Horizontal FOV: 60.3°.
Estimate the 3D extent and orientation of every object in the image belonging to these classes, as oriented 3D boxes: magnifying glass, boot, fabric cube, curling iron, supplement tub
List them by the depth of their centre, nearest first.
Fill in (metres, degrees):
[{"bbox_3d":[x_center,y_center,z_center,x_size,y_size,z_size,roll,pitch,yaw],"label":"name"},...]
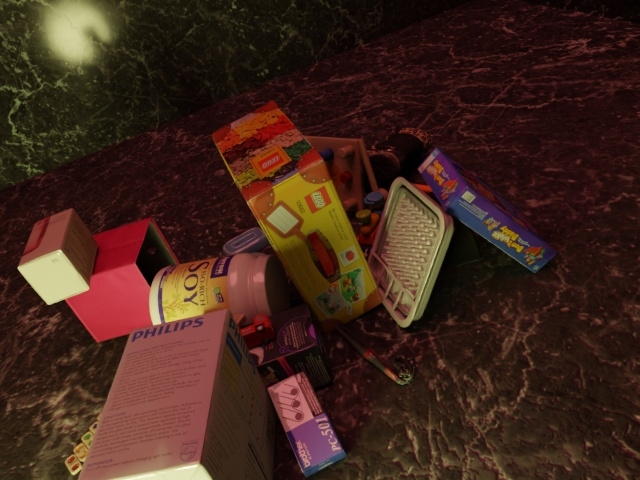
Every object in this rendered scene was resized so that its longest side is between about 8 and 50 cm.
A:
[{"bbox_3d":[0.130,0.273,1.361,0.068,0.035,0.274,-34,37,-27],"label":"curling iron"},{"bbox_3d":[-0.272,0.165,1.525,0.331,0.241,0.241,-10,35,14],"label":"supplement tub"},{"bbox_3d":[-0.617,0.123,1.745,0.258,0.254,0.259,-16,35,8],"label":"fabric cube"},{"bbox_3d":[0.297,-0.191,1.934,0.231,0.026,0.092,16,47,39],"label":"magnifying glass"},{"bbox_3d":[0.205,-0.309,2.046,0.284,0.138,0.377,-35,21,-36],"label":"boot"}]

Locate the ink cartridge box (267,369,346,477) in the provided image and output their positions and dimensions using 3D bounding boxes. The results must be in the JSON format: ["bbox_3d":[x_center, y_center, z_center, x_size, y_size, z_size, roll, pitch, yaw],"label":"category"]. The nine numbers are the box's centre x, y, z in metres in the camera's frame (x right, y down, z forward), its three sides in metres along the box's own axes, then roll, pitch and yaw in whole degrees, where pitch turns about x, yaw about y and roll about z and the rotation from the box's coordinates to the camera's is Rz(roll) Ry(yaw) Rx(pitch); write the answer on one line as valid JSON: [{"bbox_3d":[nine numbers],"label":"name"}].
[{"bbox_3d":[-0.033,0.396,1.209,0.097,0.046,0.207,-25,52,-8],"label":"ink cartridge box"}]

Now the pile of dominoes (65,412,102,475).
[{"bbox_3d":[-0.522,0.481,1.386,0.196,0.040,0.251,1,38,26],"label":"pile of dominoes"}]

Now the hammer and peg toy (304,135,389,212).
[{"bbox_3d":[0.086,-0.231,1.887,0.361,0.266,0.127,11,26,38],"label":"hammer and peg toy"}]

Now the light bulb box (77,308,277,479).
[{"bbox_3d":[-0.244,0.397,1.085,0.225,0.358,0.361,-13,34,7],"label":"light bulb box"}]

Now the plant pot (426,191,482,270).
[{"bbox_3d":[0.334,-0.039,1.579,0.187,0.167,0.188,-16,33,4],"label":"plant pot"}]

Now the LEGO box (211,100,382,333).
[{"bbox_3d":[-0.058,-0.058,1.458,0.193,0.500,0.372,-30,41,-4],"label":"LEGO box"}]

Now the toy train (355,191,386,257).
[{"bbox_3d":[0.141,-0.029,1.677,0.105,0.143,0.248,7,42,34],"label":"toy train"}]

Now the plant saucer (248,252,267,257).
[{"bbox_3d":[-0.239,0.114,1.761,0.195,0.037,0.195,-14,34,10],"label":"plant saucer"}]

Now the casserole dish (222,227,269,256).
[{"bbox_3d":[-0.261,0.011,1.916,0.188,0.037,0.114,-31,35,-15],"label":"casserole dish"}]

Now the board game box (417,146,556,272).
[{"bbox_3d":[0.434,-0.081,1.449,0.078,0.347,0.233,-49,27,21],"label":"board game box"}]

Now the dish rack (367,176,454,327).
[{"bbox_3d":[0.236,0.027,1.442,0.072,0.333,0.285,3,27,-22],"label":"dish rack"}]

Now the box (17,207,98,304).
[{"bbox_3d":[-0.736,0.041,1.562,0.126,0.149,0.232,-22,35,0],"label":"box"}]

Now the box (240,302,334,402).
[{"bbox_3d":[-0.125,0.295,1.357,0.270,0.143,0.165,-20,33,1],"label":"box"}]

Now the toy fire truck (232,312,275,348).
[{"bbox_3d":[-0.210,0.218,1.339,0.192,0.047,0.135,-21,31,-2],"label":"toy fire truck"}]
